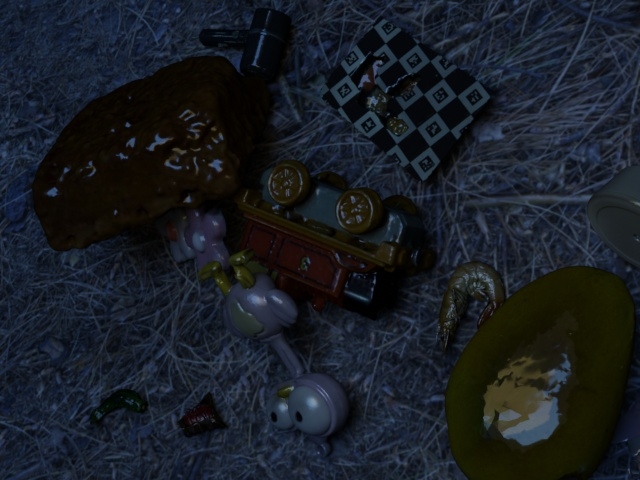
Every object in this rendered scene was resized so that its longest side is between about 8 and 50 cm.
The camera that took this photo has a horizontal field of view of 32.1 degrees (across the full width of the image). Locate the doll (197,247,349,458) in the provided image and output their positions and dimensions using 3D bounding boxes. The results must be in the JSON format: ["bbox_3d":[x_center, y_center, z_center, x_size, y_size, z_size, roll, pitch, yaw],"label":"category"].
[{"bbox_3d":[-0.064,0.185,1.783,0.160,0.094,0.365,-20,97,43],"label":"doll"}]

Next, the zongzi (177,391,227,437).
[{"bbox_3d":[-0.203,0.297,1.916,0.083,0.067,0.073,-12,57,3],"label":"zongzi"}]

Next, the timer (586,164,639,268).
[{"bbox_3d":[0.534,-0.098,1.626,0.175,0.175,0.266,31,71,30],"label":"timer"}]

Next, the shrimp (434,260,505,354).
[{"bbox_3d":[0.237,0.111,1.759,0.095,0.045,0.162,17,77,8],"label":"shrimp"}]

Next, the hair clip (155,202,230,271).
[{"bbox_3d":[-0.220,-0.015,1.951,0.257,0.075,0.146,-150,57,-62],"label":"hair clip"}]

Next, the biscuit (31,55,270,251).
[{"bbox_3d":[-0.301,-0.166,1.948,0.395,0.166,0.343,-19,28,21],"label":"biscuit"}]

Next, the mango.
[{"bbox_3d":[0.320,0.200,1.596,0.253,0.182,0.365,31,94,35],"label":"mango"}]

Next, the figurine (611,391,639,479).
[{"bbox_3d":[0.493,0.246,1.530,0.205,0.103,0.260,142,134,-63],"label":"figurine"}]

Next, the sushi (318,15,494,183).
[{"bbox_3d":[0.143,-0.239,1.899,0.279,0.043,0.192,40,94,30],"label":"sushi"}]

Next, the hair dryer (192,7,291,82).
[{"bbox_3d":[-0.160,-0.369,2.080,0.219,0.071,0.124,12,81,35],"label":"hair dryer"}]

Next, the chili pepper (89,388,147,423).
[{"bbox_3d":[-0.366,0.292,1.999,0.118,0.035,0.055,-15,52,18],"label":"chili pepper"}]

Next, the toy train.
[{"bbox_3d":[0.000,0.000,1.837,0.369,0.163,0.232,22,98,30],"label":"toy train"}]
